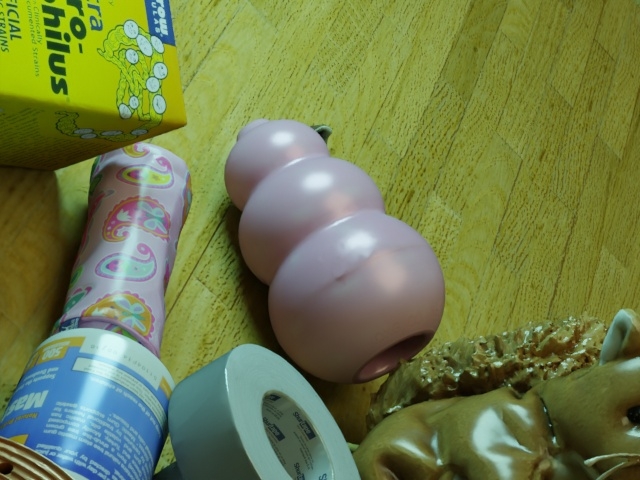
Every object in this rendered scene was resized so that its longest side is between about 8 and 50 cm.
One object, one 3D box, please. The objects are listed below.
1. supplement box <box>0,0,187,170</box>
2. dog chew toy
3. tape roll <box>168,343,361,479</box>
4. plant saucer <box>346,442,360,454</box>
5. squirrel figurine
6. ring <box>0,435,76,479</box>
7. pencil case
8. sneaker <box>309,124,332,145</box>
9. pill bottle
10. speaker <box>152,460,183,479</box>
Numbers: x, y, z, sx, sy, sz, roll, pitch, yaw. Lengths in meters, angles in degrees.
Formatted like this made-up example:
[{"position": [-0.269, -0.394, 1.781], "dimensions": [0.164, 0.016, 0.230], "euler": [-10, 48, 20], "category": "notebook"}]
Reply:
[{"position": [-0.326, -0.197, 1.698], "dimensions": [0.356, 0.195, 0.194], "euler": [5, 74, -55], "category": "supplement box"}, {"position": [0.000, 0.000, 2.000], "dimensions": [0.207, 0.206, 0.331], "euler": [-5, 57, -52], "category": "dog chew toy"}, {"position": [-0.048, 0.209, 1.631], "dimensions": [0.219, 0.072, 0.219], "euler": [48, 21, -25], "category": "tape roll"}, {"position": [0.025, 0.360, 1.764], "dimensions": [0.333, 0.081, 0.332], "euler": [20, 39, -51], "category": "plant saucer"}, {"position": [0.225, 0.196, 1.794], "dimensions": [0.281, 0.370, 0.397], "euler": [40, 25, -24], "category": "squirrel figurine"}, {"position": [-0.328, 0.275, 1.352], "dimensions": [0.337, 0.032, 0.336], "euler": [4, 40, -4], "category": "ring"}, {"position": [-0.207, 0.026, 1.789], "dimensions": [0.124, 0.124, 0.284], "euler": [36, 39, -26], "category": "pencil case"}, {"position": [-0.010, -0.065, 2.140], "dimensions": [0.066, 0.071, 0.188], "euler": [22, 46, -39], "category": "sneaker"}, {"position": [-0.233, 0.221, 1.558], "dimensions": [0.152, 0.152, 0.272], "euler": [41, 36, -19], "category": "pill bottle"}, {"position": [-0.148, 0.249, 1.649], "dimensions": [0.055, 0.136, 0.055], "euler": [31, 40, -30], "category": "speaker"}]
